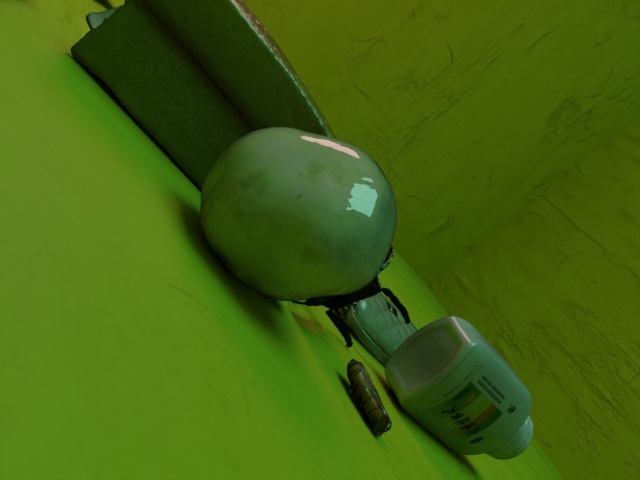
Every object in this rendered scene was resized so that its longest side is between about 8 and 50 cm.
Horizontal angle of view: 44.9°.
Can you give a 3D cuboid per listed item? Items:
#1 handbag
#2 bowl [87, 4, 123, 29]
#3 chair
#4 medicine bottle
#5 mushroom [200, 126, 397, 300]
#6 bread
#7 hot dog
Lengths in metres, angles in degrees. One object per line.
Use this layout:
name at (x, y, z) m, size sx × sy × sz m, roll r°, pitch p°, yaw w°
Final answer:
handbag at (0.119, 0.176, 1.440) m, size 0.256 × 0.079 × 0.219 m, roll 44°, pitch 13°, yaw -29°
bowl at (-0.270, -0.347, 1.450) m, size 0.313 × 0.146 × 0.313 m, roll 49°, pitch 7°, yaw -7°
chair at (0.044, 0.063, 1.207) m, size 0.213 × 0.174 × 0.149 m, roll 43°, pitch 27°, yaw -63°
medicine bottle at (0.263, 0.277, 1.370) m, size 0.324 × 0.179 × 0.124 m, roll 45°, pitch 8°, yaw -40°
mushroom at (-0.029, -0.017, 1.027) m, size 0.234 × 0.254 × 0.260 m, roll 99°, pitch -31°, yaw -48°
bread at (-0.133, -0.191, 1.147) m, size 0.361 × 0.233 × 0.245 m, roll 52°, pitch 8°, yaw 13°
hot dog at (0.063, 0.217, 1.068) m, size 0.049 × 0.037 × 0.122 m, roll 59°, pitch 4°, yaw -45°
